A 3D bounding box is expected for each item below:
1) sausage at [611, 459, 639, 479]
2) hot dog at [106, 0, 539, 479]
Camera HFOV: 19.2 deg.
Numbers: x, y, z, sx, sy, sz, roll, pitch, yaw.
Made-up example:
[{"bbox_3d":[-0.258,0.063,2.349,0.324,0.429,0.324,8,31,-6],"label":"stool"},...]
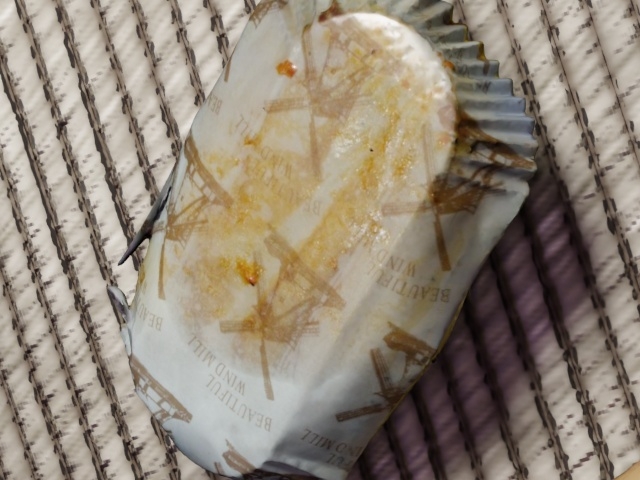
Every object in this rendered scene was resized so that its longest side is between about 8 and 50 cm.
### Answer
[{"bbox_3d":[0.152,0.122,0.841,0.301,0.066,0.066,-42,82,24],"label":"sausage"},{"bbox_3d":[0.000,0.000,0.876,0.162,0.082,0.270,41,119,21],"label":"hot dog"}]
